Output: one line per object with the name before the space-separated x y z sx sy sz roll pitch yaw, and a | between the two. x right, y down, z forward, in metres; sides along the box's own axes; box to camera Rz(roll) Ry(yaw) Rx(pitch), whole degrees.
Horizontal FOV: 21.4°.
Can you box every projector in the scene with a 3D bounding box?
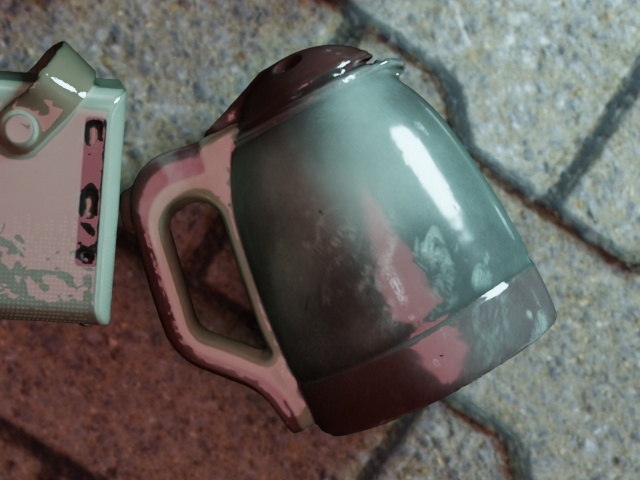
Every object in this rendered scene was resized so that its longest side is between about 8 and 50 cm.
projector | -0.261 -0.053 1.456 0.177 0.163 0.242 4 100 -11

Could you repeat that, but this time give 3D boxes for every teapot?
teapot | 0.000 0.000 1.480 0.315 0.233 0.312 -27 92 -2
